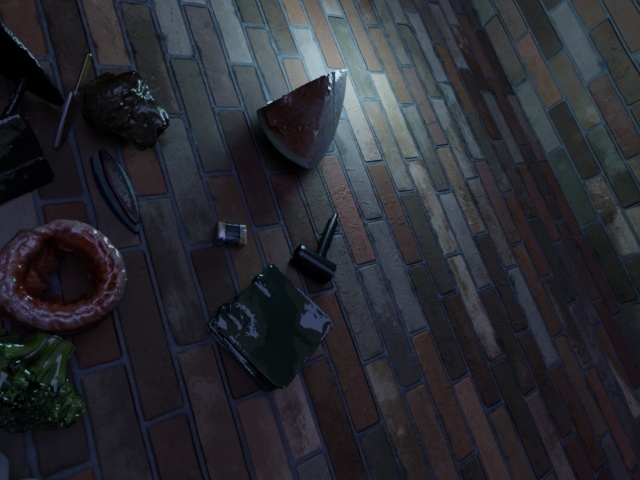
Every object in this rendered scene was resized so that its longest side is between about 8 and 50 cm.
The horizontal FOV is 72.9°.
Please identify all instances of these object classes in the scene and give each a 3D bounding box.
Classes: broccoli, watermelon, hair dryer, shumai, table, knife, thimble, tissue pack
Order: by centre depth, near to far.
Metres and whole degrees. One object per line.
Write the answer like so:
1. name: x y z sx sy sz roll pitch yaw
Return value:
1. broccoli: -0.544 0.254 0.792 0.226 0.198 0.176 12 78 -19
2. thimble: -0.535 0.083 0.893 0.239 0.162 0.239 10 68 -26
3. table: -0.753 -0.313 0.906 0.317 0.317 0.249 34 70 -15
4. knife: -0.609 -0.347 1.061 0.022 0.046 0.256 16 84 -14
5. shumai: -0.504 -0.319 1.112 0.184 0.218 0.186 -44 133 -32
6. tissue pack: -0.244 -0.016 1.178 0.083 0.042 0.062 10 63 -28
7. hair dryer: 0.000 0.000 1.315 0.128 0.070 0.256 31 50 -15
8. watermelon: -0.063 -0.411 1.374 0.222 0.319 0.292 15 17 7

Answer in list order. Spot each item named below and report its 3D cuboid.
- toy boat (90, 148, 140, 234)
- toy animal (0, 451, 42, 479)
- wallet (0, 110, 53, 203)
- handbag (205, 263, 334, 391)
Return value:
1. toy boat: -0.498 -0.122 1.074 0.080 0.046 0.229 -21 79 -38
2. toy animal: -0.494 0.506 0.713 0.154 0.208 0.325 -39 105 3
3. wallet: -0.727 -0.127 0.878 0.044 0.171 0.321 23 46 34
4. handbag: -0.125 0.220 1.128 0.260 0.079 0.247 48 54 -4
